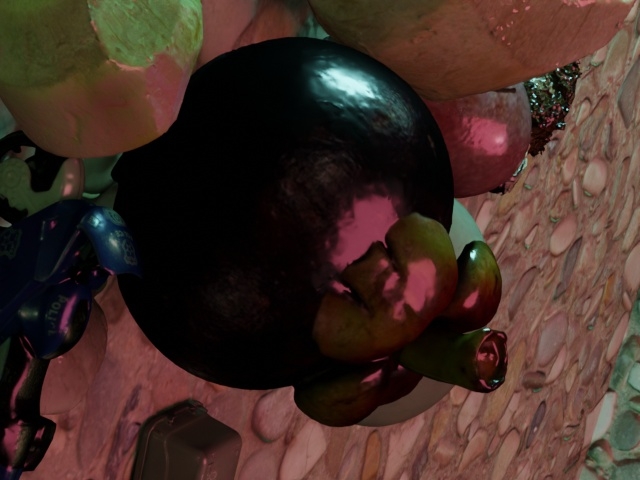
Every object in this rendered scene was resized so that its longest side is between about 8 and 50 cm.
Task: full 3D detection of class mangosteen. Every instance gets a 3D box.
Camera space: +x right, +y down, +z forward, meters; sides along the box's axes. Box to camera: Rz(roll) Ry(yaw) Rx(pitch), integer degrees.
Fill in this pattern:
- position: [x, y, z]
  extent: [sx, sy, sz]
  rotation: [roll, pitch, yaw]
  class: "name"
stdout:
- position: [0.000, 0.000, 1.623]
  extent: [0.382, 0.435, 0.382]
  rotation: [-57, -176, 6]
  class: "mangosteen"

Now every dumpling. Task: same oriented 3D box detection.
- position: [-0.274, 0.100, 1.653]
  extent: [0.176, 0.092, 0.150]
  rotation: [-17, 127, -60]
  class: "dumpling"

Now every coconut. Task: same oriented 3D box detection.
- position: [-0.204, -0.183, 1.451]
  extent: [0.204, 0.236, 0.236]
  rotation: [-31, 150, 2]
  class: "coconut"
- position: [0.142, -0.349, 1.840]
  extent: [0.404, 0.404, 0.404]
  rotation: [-43, 145, -42]
  class: "coconut"

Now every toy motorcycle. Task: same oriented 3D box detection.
- position: [-0.278, 0.068, 1.501]
  extent: [0.125, 0.196, 0.331]
  rotation: [14, 95, -65]
  class: "toy motorcycle"

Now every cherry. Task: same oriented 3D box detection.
- position: [0.171, -0.173, 2.151]
  extent: [0.285, 0.236, 0.213]
  rotation: [29, 98, -38]
  class: "cherry"

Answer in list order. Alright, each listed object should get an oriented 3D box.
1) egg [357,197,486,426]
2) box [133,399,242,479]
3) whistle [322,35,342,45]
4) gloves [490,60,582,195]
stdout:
- position: [0.083, 0.085, 2.120]
  extent: [0.276, 0.276, 0.389]
  rotation: [-46, 159, -39]
  class: "egg"
- position: [-0.167, 0.300, 2.018]
  extent: [0.124, 0.093, 0.172]
  rotation: [-22, 128, -57]
  class: "box"
- position: [0.068, -0.212, 1.994]
  extent: [0.123, 0.223, 0.123]
  rotation: [-12, 90, -90]
  class: "whistle"
- position: [0.274, -0.212, 2.387]
  extent: [0.312, 0.210, 0.135]
  rotation: [-47, 133, -24]
  class: "gloves"
